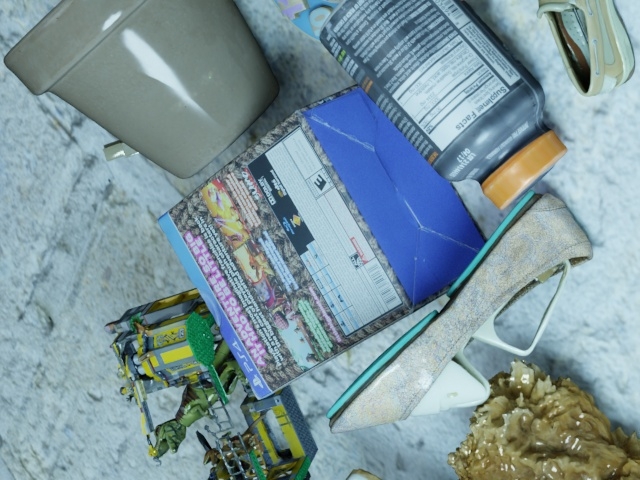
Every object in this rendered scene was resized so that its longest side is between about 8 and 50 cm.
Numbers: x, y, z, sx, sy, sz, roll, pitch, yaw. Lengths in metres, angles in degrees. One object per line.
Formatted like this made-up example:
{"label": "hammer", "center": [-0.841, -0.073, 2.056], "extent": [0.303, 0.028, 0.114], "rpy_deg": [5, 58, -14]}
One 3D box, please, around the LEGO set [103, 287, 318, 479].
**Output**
{"label": "LEGO set", "center": [-0.153, 0.204, 2.044], "extent": [0.192, 0.255, 0.331], "rpy_deg": [-18, 114, 21]}

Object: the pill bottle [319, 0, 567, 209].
{"label": "pill bottle", "center": [0.123, -0.146, 1.681], "extent": [0.246, 0.130, 0.130], "rpy_deg": [49, 137, 5]}

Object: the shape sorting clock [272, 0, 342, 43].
{"label": "shape sorting clock", "center": [0.009, -0.294, 1.795], "extent": [0.206, 0.040, 0.206], "rpy_deg": [23, 125, 36]}

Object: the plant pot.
{"label": "plant pot", "center": [-0.168, -0.197, 1.899], "extent": [0.229, 0.263, 0.263], "rpy_deg": [47, 139, -9]}

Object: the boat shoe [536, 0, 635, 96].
{"label": "boat shoe", "center": [0.222, -0.220, 1.595], "extent": [0.068, 0.072, 0.190], "rpy_deg": [-23, 93, 49]}

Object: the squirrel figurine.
{"label": "squirrel figurine", "center": [0.197, 0.321, 1.798], "extent": [0.370, 0.281, 0.397], "rpy_deg": [37, 106, 51]}

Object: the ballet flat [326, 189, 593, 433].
{"label": "ballet flat", "center": [0.143, 0.091, 1.693], "extent": [0.106, 0.316, 0.107], "rpy_deg": [43, 176, 6]}

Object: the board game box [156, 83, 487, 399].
{"label": "board game box", "center": [0.000, 0.000, 1.880], "extent": [0.291, 0.141, 0.232], "rpy_deg": [-33, 86, 48]}

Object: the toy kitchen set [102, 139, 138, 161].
{"label": "toy kitchen set", "center": [-0.222, -0.141, 2.090], "extent": [0.068, 0.083, 0.075], "rpy_deg": [-114, 5, -81]}
